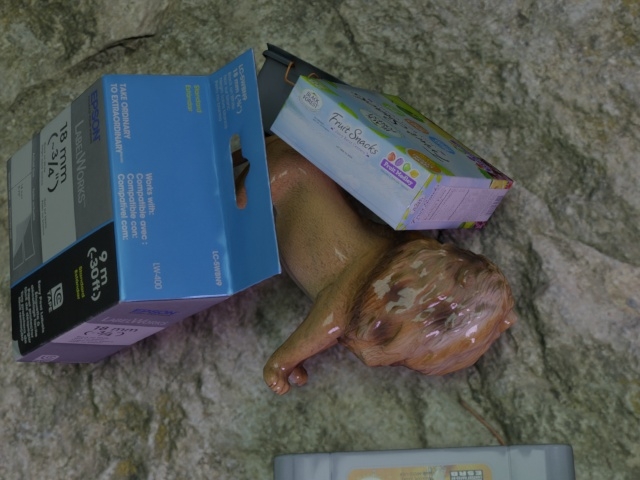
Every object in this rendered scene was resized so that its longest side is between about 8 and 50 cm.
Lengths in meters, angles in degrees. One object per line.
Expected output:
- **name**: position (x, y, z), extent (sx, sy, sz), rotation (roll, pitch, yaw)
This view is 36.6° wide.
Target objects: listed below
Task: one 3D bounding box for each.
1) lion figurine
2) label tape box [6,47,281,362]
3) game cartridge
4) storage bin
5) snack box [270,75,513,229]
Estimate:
- **lion figurine**: position (0.000, 0.000, 1.003), extent (0.240, 0.142, 0.392), rotation (-42, 75, 9)
- **label tape box**: position (-0.197, -0.032, 0.979), extent (0.334, 0.106, 0.240), rotation (-27, 64, 43)
- **game cartridge**: position (0.100, 0.301, 0.931), extent (0.297, 0.062, 0.198), rotation (-5, 65, 9)
- **storage bin**: position (-0.024, -0.151, 1.100), extent (0.135, 0.098, 0.091), rotation (30, 89, 19)
- **snack box**: position (0.078, -0.086, 0.983), extent (0.174, 0.207, 0.070), rotation (40, 112, 24)
